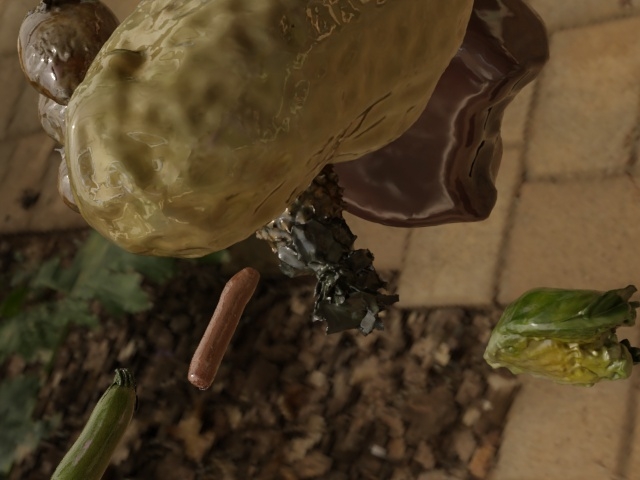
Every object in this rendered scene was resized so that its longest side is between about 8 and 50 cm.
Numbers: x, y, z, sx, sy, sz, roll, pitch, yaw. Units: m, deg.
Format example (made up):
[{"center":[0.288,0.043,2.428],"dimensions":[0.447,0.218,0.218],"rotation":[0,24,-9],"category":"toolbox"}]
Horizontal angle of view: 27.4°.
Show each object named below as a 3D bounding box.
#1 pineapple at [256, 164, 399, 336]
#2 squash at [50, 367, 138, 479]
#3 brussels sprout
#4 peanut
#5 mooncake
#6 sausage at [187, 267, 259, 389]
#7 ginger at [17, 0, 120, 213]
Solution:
[{"center":[0.000,0.000,1.354],"dimensions":[0.125,0.125,0.251],"rotation":[-46,44,17],"category":"pineapple"},{"center":[-0.256,0.229,1.526],"dimensions":[0.052,0.052,0.183],"rotation":[-12,39,43],"category":"squash"},{"center":[0.249,0.094,1.363],"dimensions":[0.181,0.139,0.100],"rotation":[-6,68,54],"category":"brussels sprout"},{"center":[-0.019,-0.101,0.732],"dimensions":[0.152,0.152,0.313],"rotation":[-9,27,45],"category":"peanut"},{"center":[0.107,-0.176,1.465],"dimensions":[0.334,0.326,0.174],"rotation":[-6,36,31],"category":"mooncake"},{"center":[-0.132,0.116,1.770],"dimensions":[0.043,0.043,0.186],"rotation":[-9,48,45],"category":"sausage"},{"center":[-0.342,-0.228,1.923],"dimensions":[0.176,0.375,0.256],"rotation":[-6,39,5],"category":"ginger"}]
